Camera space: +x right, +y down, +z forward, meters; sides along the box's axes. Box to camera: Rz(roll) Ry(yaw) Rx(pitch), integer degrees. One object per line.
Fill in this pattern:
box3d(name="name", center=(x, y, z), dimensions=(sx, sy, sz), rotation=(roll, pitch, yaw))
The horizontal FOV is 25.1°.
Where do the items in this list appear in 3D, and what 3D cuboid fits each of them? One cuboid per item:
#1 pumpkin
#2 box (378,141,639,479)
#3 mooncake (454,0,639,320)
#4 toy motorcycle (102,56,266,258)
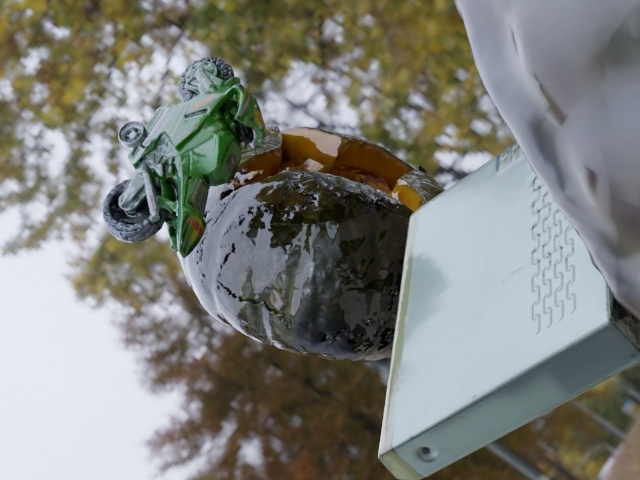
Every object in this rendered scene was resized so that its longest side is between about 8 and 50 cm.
box3d(name="pumpkin", center=(0.000, 0.000, 1.477), dimensions=(0.320, 0.320, 0.192), rotation=(-23, -48, -61))
box3d(name="box", center=(0.134, 0.023, 0.977), dimensions=(0.211, 0.045, 0.270), rotation=(-35, 24, 27))
box3d(name="mooncake", center=(0.177, -0.062, 0.548), dimensions=(0.161, 0.290, 0.290), rotation=(-30, -5, 25))
box3d(name="toy motorcycle", center=(-0.108, -0.075, 1.222), dimensions=(0.190, 0.106, 0.074), rotation=(-63, -29, -21))
